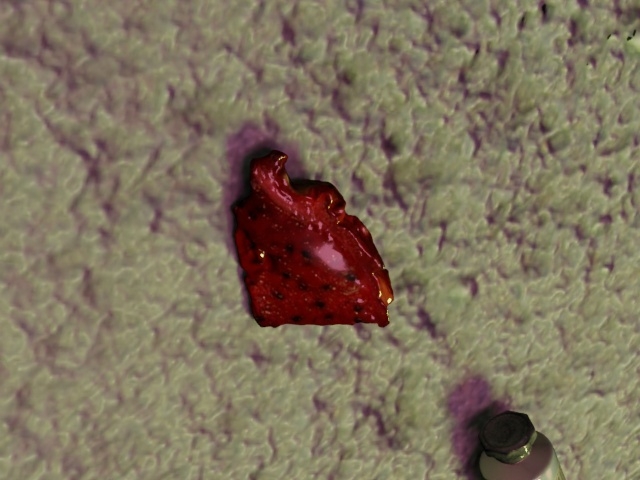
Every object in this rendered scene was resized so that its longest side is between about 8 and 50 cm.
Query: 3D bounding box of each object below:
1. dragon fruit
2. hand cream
[{"bbox_3d":[0.002,0.002,0.877,0.097,0.063,0.131,-24,120,-22],"label":"dragon fruit"},{"bbox_3d":[0.182,0.244,1.094,0.091,0.058,0.271,-43,130,-25],"label":"hand cream"}]
